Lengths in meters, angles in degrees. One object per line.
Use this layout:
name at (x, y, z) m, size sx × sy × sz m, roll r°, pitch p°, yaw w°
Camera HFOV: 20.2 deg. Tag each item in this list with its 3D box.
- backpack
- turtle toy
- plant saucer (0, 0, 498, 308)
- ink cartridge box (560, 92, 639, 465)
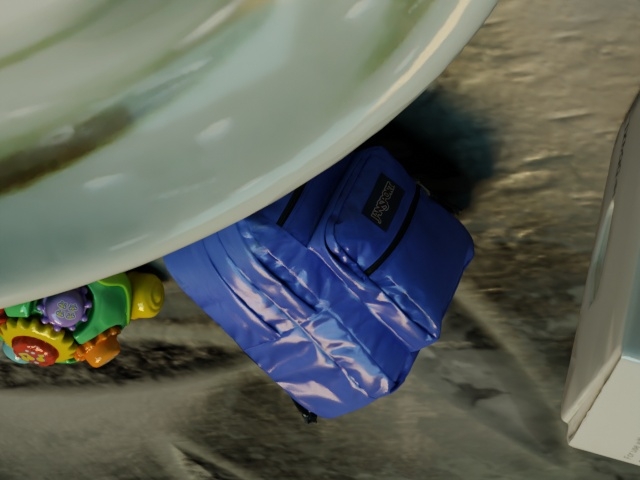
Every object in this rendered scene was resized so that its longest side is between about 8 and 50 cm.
backpack at (0.000, 0.000, 0.791) m, size 0.120 × 0.098 × 0.101 m, roll 41°, pitch 134°, yaw -17°
turtle toy at (-0.145, 0.024, 0.922) m, size 0.095 × 0.066 × 0.130 m, roll 1°, pitch 147°, yaw 24°
plant saucer at (-0.126, -0.104, 0.572) m, size 0.400 × 0.101 × 0.400 m, roll -16°, pitch 155°, yaw -8°
ink cartridge box at (0.207, 0.023, 0.676) m, size 0.203 × 0.148 × 0.086 m, roll 15°, pitch 151°, yaw 0°
